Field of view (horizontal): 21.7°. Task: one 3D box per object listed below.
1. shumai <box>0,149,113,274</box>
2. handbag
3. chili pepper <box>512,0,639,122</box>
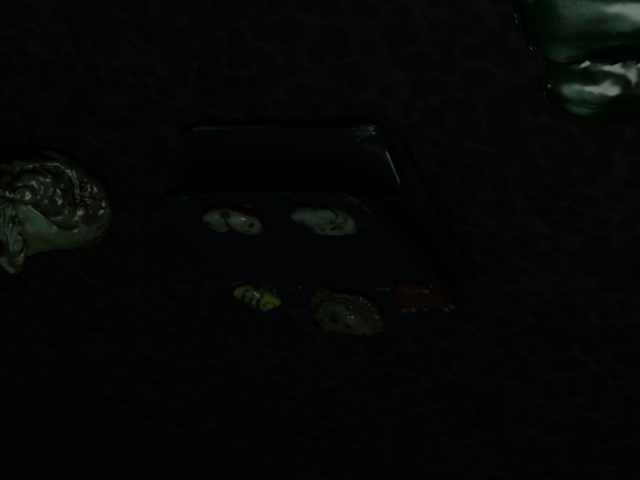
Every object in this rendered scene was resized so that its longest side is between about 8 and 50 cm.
[{"bbox_3d":[-0.375,-0.028,2.200,0.184,0.142,0.184,18,149,11],"label":"shumai"},{"bbox_3d":[0.000,0.000,2.041,0.303,0.122,0.329,1,145,29],"label":"handbag"},{"bbox_3d":[0.286,-0.230,1.426,0.257,0.233,0.248,-1,159,18],"label":"chili pepper"}]
